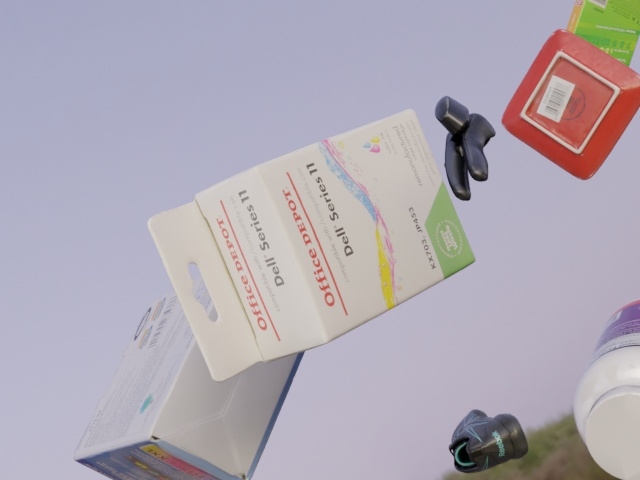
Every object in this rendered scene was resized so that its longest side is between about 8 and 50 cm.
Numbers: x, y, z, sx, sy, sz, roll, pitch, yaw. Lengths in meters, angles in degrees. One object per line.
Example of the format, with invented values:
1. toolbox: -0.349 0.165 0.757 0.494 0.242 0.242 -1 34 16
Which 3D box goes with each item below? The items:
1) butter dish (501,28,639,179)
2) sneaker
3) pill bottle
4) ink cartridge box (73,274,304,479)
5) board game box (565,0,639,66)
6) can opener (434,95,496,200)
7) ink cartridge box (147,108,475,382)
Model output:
1. butter dish: 0.358 -0.184 1.685 0.118 0.160 0.160 -7 -50 -59
2. sneaker: 0.264 0.351 2.145 0.106 0.101 0.267 -20 -8 -15
3. pill bottle: 0.452 0.205 1.697 0.181 0.181 0.323 -45 -2 27
4. ink cartridge box: -0.187 0.202 1.697 0.395 0.151 0.270 -24 37 58
5. board game box: 0.454 -0.303 2.043 0.124 0.259 0.039 20 -5 -23
6. can opener: 0.145 -0.086 1.262 0.059 0.073 0.186 -59 12 27
7. ink cartridge box: 0.000 0.000 1.381 0.119 0.207 0.353 -21 3 45
